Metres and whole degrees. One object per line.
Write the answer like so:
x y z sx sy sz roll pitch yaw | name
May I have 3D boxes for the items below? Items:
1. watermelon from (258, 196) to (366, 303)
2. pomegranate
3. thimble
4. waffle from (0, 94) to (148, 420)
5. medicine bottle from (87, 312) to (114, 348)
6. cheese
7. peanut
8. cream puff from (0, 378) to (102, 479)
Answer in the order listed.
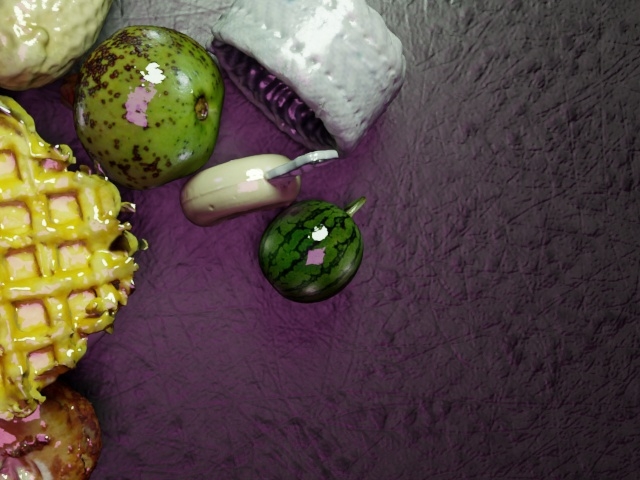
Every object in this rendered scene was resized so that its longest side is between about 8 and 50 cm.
0.000 0.000 1.074 0.141 0.141 0.187 43 81 -10 | watermelon
-0.247 -0.180 1.009 0.248 0.214 0.214 16 93 28 | pomegranate
-0.014 -0.241 1.012 0.245 0.217 0.157 39 80 -3 | thimble
-0.421 0.024 0.900 0.380 0.095 0.382 39 80 -11 | waffle
-0.413 0.011 1.013 0.130 0.130 0.341 -43 100 -3 | medicine bottle
-0.091 -0.075 1.012 0.163 0.249 0.070 -13 88 -23 | cheese
-0.336 -0.317 0.961 0.152 0.152 0.313 15 64 -10 | peanut
-0.416 0.265 1.023 0.240 0.164 0.240 -2 110 -6 | cream puff
